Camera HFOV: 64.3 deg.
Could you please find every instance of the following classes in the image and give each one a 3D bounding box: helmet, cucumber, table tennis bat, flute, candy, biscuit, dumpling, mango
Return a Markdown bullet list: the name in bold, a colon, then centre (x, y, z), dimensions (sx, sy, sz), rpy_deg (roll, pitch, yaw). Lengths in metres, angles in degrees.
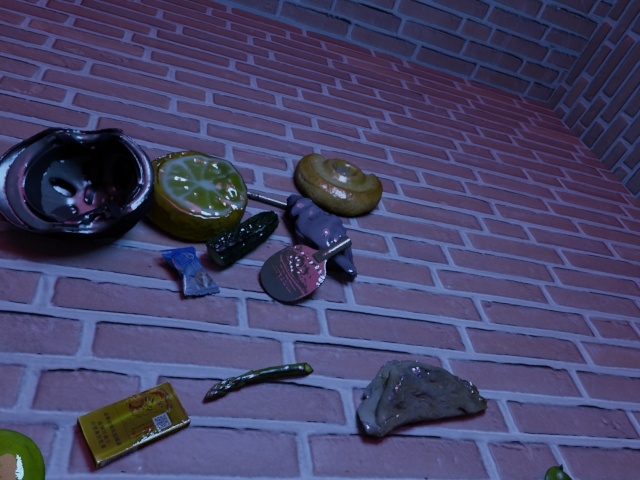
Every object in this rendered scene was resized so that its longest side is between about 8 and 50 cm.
- **helmet**: centre (-0.494, -0.105, 1.068), dimensions (0.305, 0.177, 0.225), rpy_deg (-5, 78, -8)
- **cucumber**: centre (-0.175, -0.014, 1.224), dimensions (0.077, 0.077, 0.265), rpy_deg (36, 40, 15)
- **table tennis bat**: centre (-0.028, 0.056, 1.189), dimensions (0.234, 0.022, 0.131), rpy_deg (-29, 67, -16)
- **flute**: centre (-0.105, -0.100, 1.405), dimensions (0.233, 0.027, 0.027), rpy_deg (16, 38, -10)
- **candy**: centre (-0.284, 0.067, 1.104), dimensions (0.088, 0.038, 0.136), rpy_deg (-5, 52, -51)
- **biscuit**: centre (0.059, -0.166, 1.520), dimensions (0.274, 0.091, 0.213), rpy_deg (18, 36, -12)
- **dumpling**: centre (0.209, 0.297, 1.060), dimensions (0.332, 0.086, 0.166), rpy_deg (2, 46, -33)
- **candy**: centre (-0.303, -0.112, 1.239), dimensions (0.260, 0.118, 0.260), rpy_deg (14, 41, -13)
- **mango**: centre (-0.418, 0.328, 0.687), dimensions (0.091, 0.074, 0.165), rpy_deg (-14, 52, -41)

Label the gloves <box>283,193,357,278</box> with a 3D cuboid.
- **gloves**: centre (-0.004, -0.008, 1.301), dimensions (0.142, 0.119, 0.285), rpy_deg (-37, 67, -15)

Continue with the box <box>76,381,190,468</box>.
- **box**: centre (-0.302, 0.296, 0.831), dimensions (0.156, 0.022, 0.089), rpy_deg (-16, 54, -41)

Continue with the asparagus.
- **asparagus**: centre (-0.111, 0.261, 0.972), dimensions (0.236, 0.027, 0.034), rpy_deg (-5, 58, -33)

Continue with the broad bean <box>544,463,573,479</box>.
- **broad bean**: centre (0.459, 0.552, 0.913), dimensions (0.098, 0.056, 0.318), rpy_deg (24, 40, -2)
